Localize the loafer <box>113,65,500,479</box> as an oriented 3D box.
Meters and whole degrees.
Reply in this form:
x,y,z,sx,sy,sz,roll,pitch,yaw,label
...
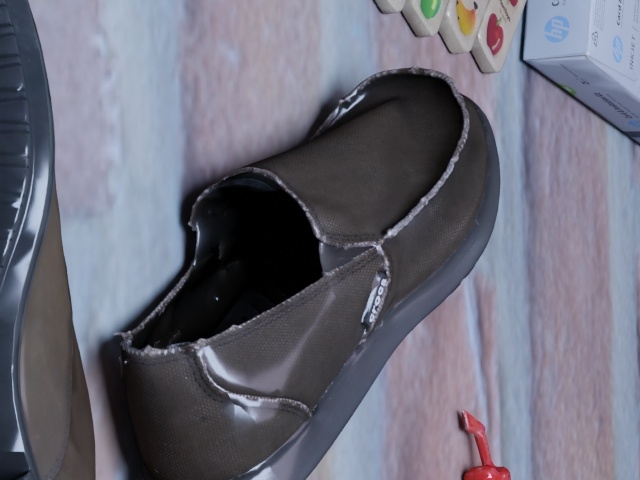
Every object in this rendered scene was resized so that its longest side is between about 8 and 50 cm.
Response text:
x,y,z,sx,sy,sz,roll,pitch,yaw,label
0.000,0.000,0.687,0.220,0.080,0.078,-59,137,-42,loafer

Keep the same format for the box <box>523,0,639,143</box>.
x,y,z,sx,sy,sz,roll,pitch,yaw,label
0.164,-0.135,1.008,0.186,0.038,0.145,23,69,-58,box

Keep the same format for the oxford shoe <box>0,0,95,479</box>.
x,y,z,sx,sy,sz,roll,pitch,yaw,label
-0.105,0.023,0.534,0.096,0.083,0.227,26,62,-83,oxford shoe

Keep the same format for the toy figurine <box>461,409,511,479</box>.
x,y,z,sx,sy,sz,roll,pitch,yaw,label
0.112,0.234,0.738,0.362,0.217,0.191,-50,130,-49,toy figurine

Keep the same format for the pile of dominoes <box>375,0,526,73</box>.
x,y,z,sx,sy,sz,roll,pitch,yaw,label
0.055,-0.188,0.824,0.251,0.040,0.196,23,70,-57,pile of dominoes
